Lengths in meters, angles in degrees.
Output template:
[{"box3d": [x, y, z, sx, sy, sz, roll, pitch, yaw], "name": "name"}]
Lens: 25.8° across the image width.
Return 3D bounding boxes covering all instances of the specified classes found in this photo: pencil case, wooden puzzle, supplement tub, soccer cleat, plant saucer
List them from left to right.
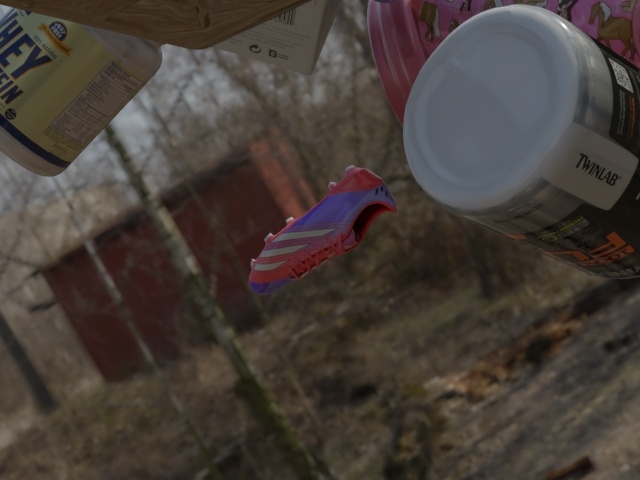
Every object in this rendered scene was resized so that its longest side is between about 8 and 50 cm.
[{"box3d": [-0.401, -0.288, 2.217, 0.325, 0.235, 0.235, -46, 0, 7], "name": "supplement tub"}, {"box3d": [-0.167, -0.267, 1.310, 0.348, 0.080, 0.322, 4, -7, -33], "name": "wooden puzzle"}, {"box3d": [0.000, 0.000, 1.997, 0.248, 0.095, 0.083, -44, -27, 6], "name": "soccer cleat"}, {"box3d": [0.158, -0.261, 2.065, 0.084, 0.332, 0.332, -17, 7, 21], "name": "plant saucer"}, {"box3d": [0.293, -0.257, 1.654, 0.167, 0.160, 0.386, -43, 30, -21], "name": "pencil case"}, {"box3d": [0.240, -0.076, 1.286, 0.194, 0.193, 0.316, -29, -32, 34], "name": "supplement tub"}]

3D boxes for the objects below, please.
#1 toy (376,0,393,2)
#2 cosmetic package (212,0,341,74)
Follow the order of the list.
[{"box3d": [0.034, -0.311, 1.579, 0.137, 0.237, 0.056, -7, -55, -64], "name": "toy"}, {"box3d": [-0.048, -0.341, 1.793, 0.151, 0.151, 0.183, 103, -174, -50], "name": "cosmetic package"}]
